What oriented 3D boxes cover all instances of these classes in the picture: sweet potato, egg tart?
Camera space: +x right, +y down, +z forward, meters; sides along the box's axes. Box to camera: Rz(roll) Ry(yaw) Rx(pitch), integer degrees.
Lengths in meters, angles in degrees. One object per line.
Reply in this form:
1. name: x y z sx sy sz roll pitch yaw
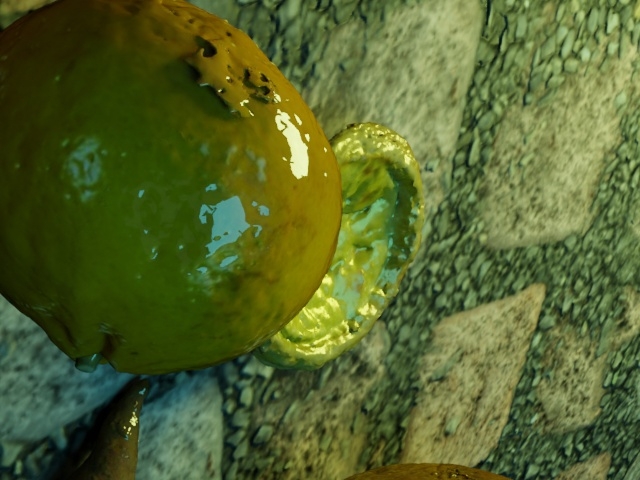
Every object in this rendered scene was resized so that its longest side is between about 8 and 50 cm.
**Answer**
1. sweet potato: -0.168 0.199 0.909 0.226 0.068 0.068 -62 145 -19
2. egg tart: 0.000 0.000 0.953 0.191 0.074 0.191 -27 131 -36

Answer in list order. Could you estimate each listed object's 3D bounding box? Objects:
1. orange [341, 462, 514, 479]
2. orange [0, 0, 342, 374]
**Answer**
1. orange: 0.084 0.345 1.086 0.357 0.322 0.322 9 107 -42
2. orange: -0.095 -0.029 0.710 0.193 0.219 0.219 -51 142 -25
